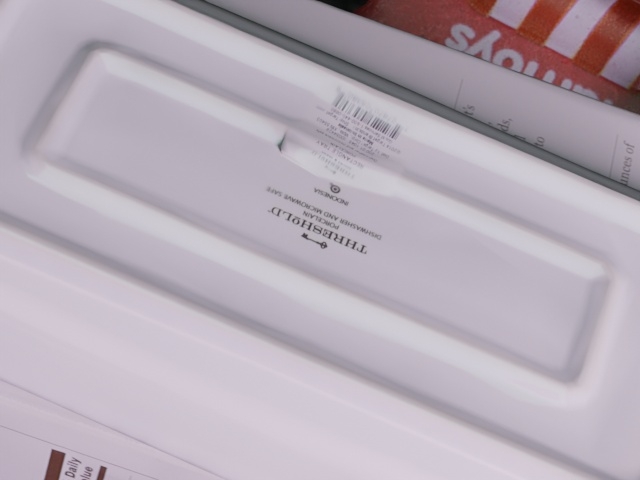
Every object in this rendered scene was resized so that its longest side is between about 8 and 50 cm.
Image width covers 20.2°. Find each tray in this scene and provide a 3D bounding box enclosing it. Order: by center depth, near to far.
[{"bbox_3d":[0.000,0.000,0.493,0.270,0.030,0.145,23,54,0],"label":"tray"}]

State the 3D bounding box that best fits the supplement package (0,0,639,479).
[{"bbox_3d":[-0.038,0.035,0.586,0.293,0.175,0.177,20,55,-2],"label":"supplement package"}]

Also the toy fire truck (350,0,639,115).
[{"bbox_3d":[0.160,-0.059,0.744,0.302,0.169,0.254,31,77,7],"label":"toy fire truck"}]
